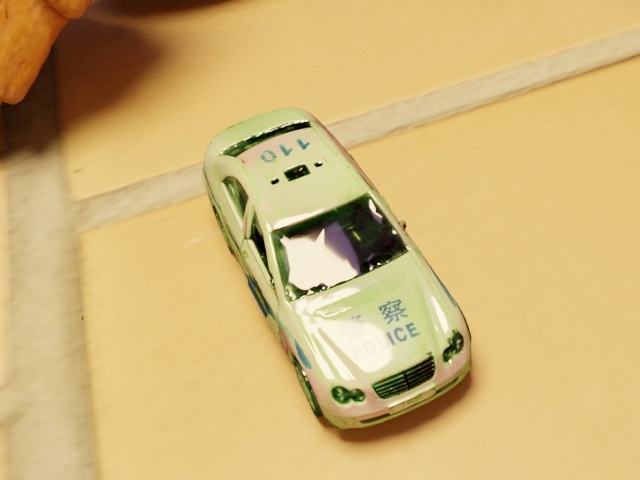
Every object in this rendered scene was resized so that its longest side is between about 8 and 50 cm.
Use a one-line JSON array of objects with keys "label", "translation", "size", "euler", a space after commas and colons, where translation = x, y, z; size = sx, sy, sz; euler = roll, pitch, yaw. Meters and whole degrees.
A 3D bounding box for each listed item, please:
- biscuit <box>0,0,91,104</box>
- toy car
[{"label": "biscuit", "translation": [-0.224, -0.196, 0.661], "size": [0.306, 0.043, 0.284], "euler": [-29, 50, 34]}, {"label": "toy car", "translation": [0.000, 0.000, 0.503], "size": [0.090, 0.076, 0.224], "euler": [-22, 44, -10]}]
